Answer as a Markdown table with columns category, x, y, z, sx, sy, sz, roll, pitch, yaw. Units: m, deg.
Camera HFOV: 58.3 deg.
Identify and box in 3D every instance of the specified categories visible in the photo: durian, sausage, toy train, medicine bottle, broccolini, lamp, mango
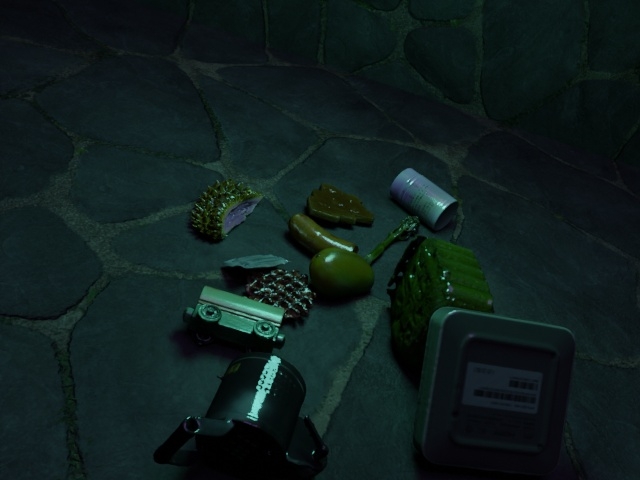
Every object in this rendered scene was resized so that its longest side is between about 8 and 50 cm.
| category | x | y | z | sx | sy | sz | roll | pitch | yaw |
| --- | --- | --- | --- | --- | --- | --- | --- | --- | --- |
| durian | -0.343 | -0.134 | 1.999 | 0.191 | 0.112 | 0.341 | 28 | 39 | 9 |
| sausage | -0.001 | 0.001 | 1.991 | 0.270 | 0.109 | 0.109 | 33 | 38 | 16 |
| toy train | -0.229 | 0.217 | 1.592 | 0.285 | 0.116 | 0.177 | 17 | 35 | -3 |
| medicine bottle | 0.425 | -0.172 | 2.367 | 0.152 | 0.152 | 0.254 | -20 | 52 | -41 |
| broccolini | 0.275 | -0.007 | 2.147 | 0.078 | 0.074 | 0.392 | 25 | 34 | 20 |
| lamp | -0.161 | 0.388 | 1.319 | 0.374 | 0.205 | 0.272 | 23 | 37 | -25 |
| mango | 0.076 | 0.105 | 1.852 | 0.251 | 0.114 | 0.156 | 7 | 79 | -30 |

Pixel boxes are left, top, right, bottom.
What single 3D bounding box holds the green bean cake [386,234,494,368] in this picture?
| category | x | y | z | sx | sy | sz | roll | pitch | yaw |
| --- | --- | --- | --- | --- | --- | --- | --- | --- | --- |
| green bean cake | 0.340 | 0.186 | 1.708 | 0.218 | 0.335 | 0.319 | 13 | 31 | -11 |

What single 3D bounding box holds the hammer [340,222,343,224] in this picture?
| category | x | y | z | sx | sy | sz | roll | pitch | yaw |
| --- | --- | --- | --- | --- | --- | --- | --- | --- | --- |
| hammer | 0.046 | -0.098 | 2.214 | 0.123 | 0.014 | 0.029 | 37 | 27 | 25 |

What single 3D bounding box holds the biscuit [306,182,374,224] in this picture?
| category | x | y | z | sx | sy | sz | roll | pitch | yaw |
| --- | --- | --- | --- | --- | --- | --- | --- | --- | --- |
| biscuit | 0.049 | -0.131 | 2.217 | 0.278 | 0.043 | 0.301 | 40 | 34 | 29 |

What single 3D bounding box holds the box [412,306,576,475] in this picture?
| category | x | y | z | sx | sy | sz | roll | pitch | yaw |
| --- | --- | --- | --- | --- | --- | --- | --- | --- | --- |
| box | 0.452 | 0.391 | 1.489 | 0.395 | 0.397 | 0.111 | 10 | -4 | -12 |

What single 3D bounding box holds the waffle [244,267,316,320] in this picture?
| category | x | y | z | sx | sy | sz | roll | pitch | yaw |
| --- | --- | --- | --- | --- | --- | --- | --- | --- | --- |
| waffle | -0.123 | 0.161 | 1.768 | 0.221 | 0.055 | 0.234 | 7 | 33 | -14 |

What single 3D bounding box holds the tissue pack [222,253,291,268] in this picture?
| category | x | y | z | sx | sy | sz | roll | pitch | yaw |
| --- | --- | --- | --- | --- | --- | --- | --- | --- | --- |
| tissue pack | -0.203 | 0.067 | 1.824 | 0.193 | 0.026 | 0.122 | -8 | 14 | -41 |
